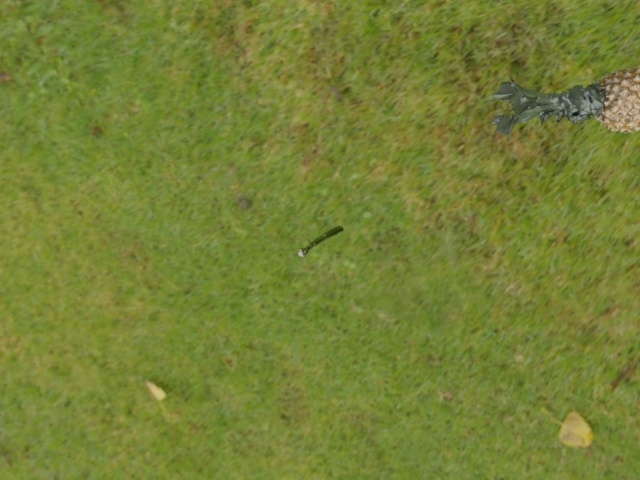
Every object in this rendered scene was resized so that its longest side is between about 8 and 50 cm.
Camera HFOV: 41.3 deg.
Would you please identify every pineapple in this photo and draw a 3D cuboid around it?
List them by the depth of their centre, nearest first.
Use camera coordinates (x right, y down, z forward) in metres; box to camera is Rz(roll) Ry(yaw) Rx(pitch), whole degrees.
[{"bbox_3d":[0.429,-0.234,1.424,0.277,0.130,0.119,-3,131,-4],"label":"pineapple"}]

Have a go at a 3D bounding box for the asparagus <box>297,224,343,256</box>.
[{"bbox_3d":[0.000,0.000,1.471,0.015,0.127,0.018,-26,93,42],"label":"asparagus"}]
